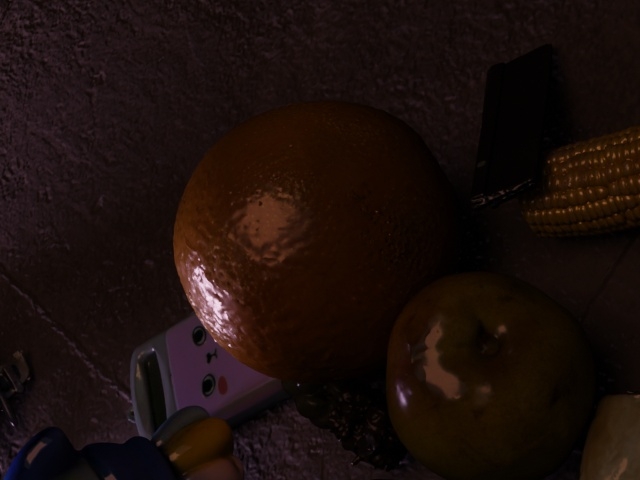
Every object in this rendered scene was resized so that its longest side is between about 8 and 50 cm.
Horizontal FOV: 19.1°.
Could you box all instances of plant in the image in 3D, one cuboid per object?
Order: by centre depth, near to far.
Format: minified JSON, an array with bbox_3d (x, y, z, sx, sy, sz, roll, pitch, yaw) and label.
[{"bbox_3d":[0.029,0.162,1.822,0.087,0.085,0.174,-44,39,-16],"label":"plant"}]

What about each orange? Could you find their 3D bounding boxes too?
[{"bbox_3d":[0.000,0.000,1.780,0.274,0.274,0.274,-17,61,34],"label":"orange"}]

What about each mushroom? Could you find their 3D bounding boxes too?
[{"bbox_3d":[0.250,0.278,1.581,0.100,0.081,0.312,-1,69,33],"label":"mushroom"}]

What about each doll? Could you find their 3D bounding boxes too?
[{"bbox_3d":[-0.215,0.330,1.818,0.187,0.376,0.366,126,147,-50],"label":"doll"}]

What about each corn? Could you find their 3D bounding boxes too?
[{"bbox_3d":[0.283,-0.057,1.688,0.244,0.093,0.093,-12,64,42],"label":"corn"}]

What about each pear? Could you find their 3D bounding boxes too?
[{"bbox_3d":[0.145,0.122,1.657,0.200,0.200,0.200,-17,61,34],"label":"pear"}]

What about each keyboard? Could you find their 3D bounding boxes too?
[{"bbox_3d":[0.182,-0.106,1.777,0.072,0.023,0.231,-23,30,26],"label":"keyboard"}]

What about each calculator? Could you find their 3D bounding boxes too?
[{"bbox_3d":[-0.109,0.133,1.965,0.246,0.045,0.141,-30,54,28],"label":"calculator"}]

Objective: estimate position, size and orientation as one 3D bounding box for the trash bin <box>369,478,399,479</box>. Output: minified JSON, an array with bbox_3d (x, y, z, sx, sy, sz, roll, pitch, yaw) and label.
[{"bbox_3d":[0.106,0.308,1.643,0.175,0.175,0.161,15,92,42],"label":"trash bin"}]

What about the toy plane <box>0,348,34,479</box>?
[{"bbox_3d":[-0.390,0.213,2.117,0.262,0.192,0.088,58,155,24],"label":"toy plane"}]
